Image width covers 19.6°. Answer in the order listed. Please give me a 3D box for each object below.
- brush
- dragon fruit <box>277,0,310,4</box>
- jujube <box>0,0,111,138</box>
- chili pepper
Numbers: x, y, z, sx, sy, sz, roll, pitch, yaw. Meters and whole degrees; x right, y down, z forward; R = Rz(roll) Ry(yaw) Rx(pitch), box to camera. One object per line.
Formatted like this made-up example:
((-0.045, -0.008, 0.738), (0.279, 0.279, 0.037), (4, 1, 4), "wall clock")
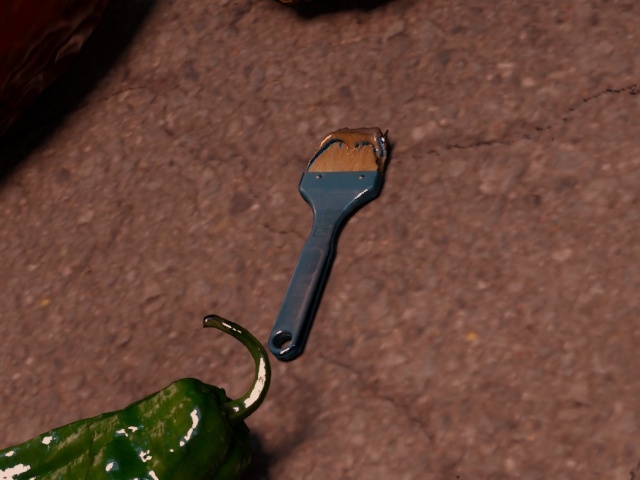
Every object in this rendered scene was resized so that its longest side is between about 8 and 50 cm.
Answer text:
((0.000, 0.000, 1.070), (0.051, 0.014, 0.164), (-3, 51, 28), "brush")
((-0.046, -0.229, 1.200), (0.246, 0.125, 0.125), (18, 65, 11), "dragon fruit")
((-0.282, -0.142, 1.220), (0.318, 0.223, 0.223), (-40, 44, -15), "jujube")
((-0.134, 0.135, 0.976), (0.257, 0.074, 0.100), (-23, 44, 10), "chili pepper")
